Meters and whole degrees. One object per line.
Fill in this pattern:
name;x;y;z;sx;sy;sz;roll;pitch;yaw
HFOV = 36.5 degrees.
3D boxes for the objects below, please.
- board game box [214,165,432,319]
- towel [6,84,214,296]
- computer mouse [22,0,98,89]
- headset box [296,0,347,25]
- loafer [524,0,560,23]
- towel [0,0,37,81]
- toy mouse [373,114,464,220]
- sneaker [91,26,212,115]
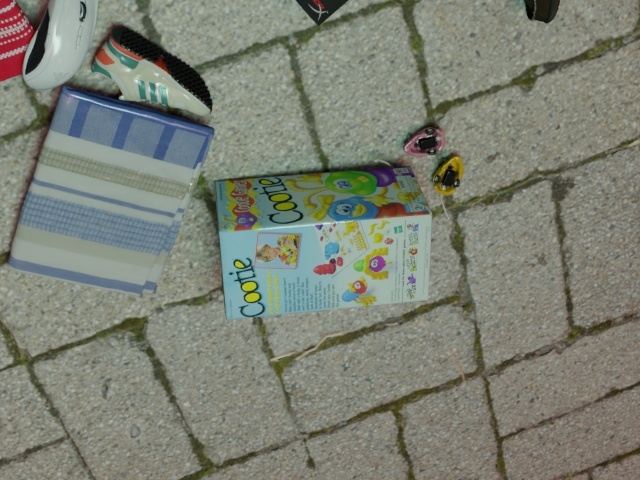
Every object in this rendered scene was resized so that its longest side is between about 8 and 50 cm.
board game box;0.000;0.000;1.320;0.275;0.142;0.144;-5;122;-6
towel;-0.276;-0.055;1.271;0.209;0.034;0.285;13;120;-24
computer mouse;-0.285;-0.256;1.130;0.106;0.042;0.193;-1;121;-58
headset box;0.036;-0.426;1.095;0.293;0.110;0.218;-40;138;8
loafer;0.248;-0.377;1.245;0.078;0.080;0.220;-20;118;6
towel;-0.440;-0.249;1.053;0.198;0.031;0.275;-22;149;1
toy mouse;0.137;-0.110;1.384;0.143;0.031;0.161;4;118;-20
sneaker;-0.213;-0.197;1.219;0.161;0.057;0.075;32;123;-31
